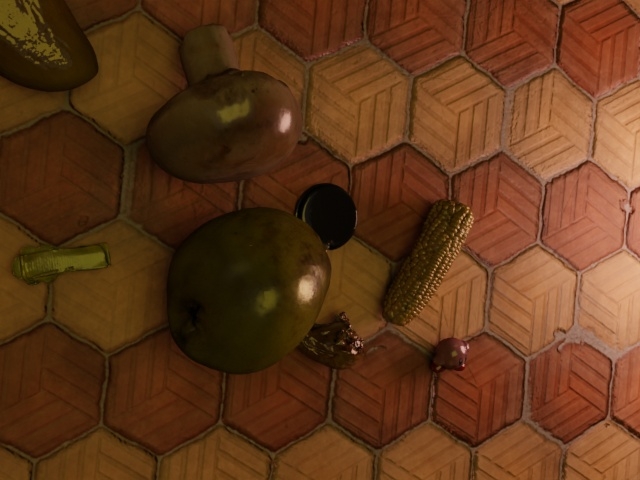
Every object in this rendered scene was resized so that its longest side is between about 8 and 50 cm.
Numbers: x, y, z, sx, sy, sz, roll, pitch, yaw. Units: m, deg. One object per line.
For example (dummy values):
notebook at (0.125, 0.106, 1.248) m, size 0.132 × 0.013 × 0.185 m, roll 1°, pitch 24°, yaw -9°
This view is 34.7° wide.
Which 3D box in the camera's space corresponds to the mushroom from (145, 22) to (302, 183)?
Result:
mushroom at (-0.182, -0.253, 1.851) m, size 0.292 × 0.292 × 0.290 m, roll -10°, pitch 78°, yaw -21°

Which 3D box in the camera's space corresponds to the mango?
mango at (-0.536, -0.391, 1.761) m, size 0.195 × 0.142 × 0.332 m, roll -32°, pitch 106°, yaw -13°

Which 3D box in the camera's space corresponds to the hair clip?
hair clip at (-0.469, 0.036, 1.851) m, size 0.173 × 0.046 × 0.072 m, roll -12°, pitch 87°, yaw -22°

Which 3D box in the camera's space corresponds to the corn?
corn at (0.216, 0.044, 2.097) m, size 0.101 × 0.101 × 0.292 m, roll 35°, pitch 81°, yaw -19°

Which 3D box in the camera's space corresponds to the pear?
pear at (-0.115, 0.077, 1.882) m, size 0.375 × 0.287 × 0.287 m, roll -29°, pitch 102°, yaw -35°

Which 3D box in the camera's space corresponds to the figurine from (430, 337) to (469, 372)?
figurine at (0.270, 0.237, 2.138) m, size 0.083 × 0.071 × 0.067 m, roll -16°, pitch 56°, yaw -28°

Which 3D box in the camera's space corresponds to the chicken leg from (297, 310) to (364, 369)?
chicken leg at (-0.006, 0.188, 2.020) m, size 0.207 × 0.085 × 0.101 m, roll 19°, pitch 119°, yaw -14°

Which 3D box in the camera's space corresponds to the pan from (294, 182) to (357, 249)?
pan at (0.000, 0.000, 2.044) m, size 0.136 × 0.028 × 0.235 m, roll 19°, pitch 85°, yaw -20°
